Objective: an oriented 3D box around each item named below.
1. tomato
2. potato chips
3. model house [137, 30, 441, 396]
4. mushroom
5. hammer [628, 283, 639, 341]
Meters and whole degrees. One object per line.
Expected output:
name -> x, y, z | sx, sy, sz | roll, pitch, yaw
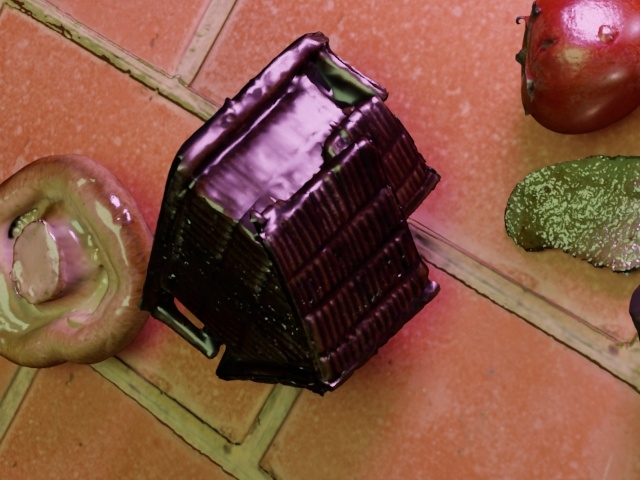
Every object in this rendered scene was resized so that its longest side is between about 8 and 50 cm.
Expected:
tomato -> 0.273, -0.188, 1.376 | 0.167, 0.167, 0.167 | -4, 81, 27
potato chips -> 0.292, -0.026, 1.410 | 0.209, 0.026, 0.142 | -24, 69, 21
model house -> 0.000, 0.000, 1.481 | 0.283, 0.297, 0.317 | 36, 62, 18
mushroom -> -0.311, 0.033, 1.650 | 0.278, 0.146, 0.278 | 1, 93, 24
hammer -> 0.497, 0.002, 1.244 | 0.440, 0.168, 0.044 | -20, 102, 16
